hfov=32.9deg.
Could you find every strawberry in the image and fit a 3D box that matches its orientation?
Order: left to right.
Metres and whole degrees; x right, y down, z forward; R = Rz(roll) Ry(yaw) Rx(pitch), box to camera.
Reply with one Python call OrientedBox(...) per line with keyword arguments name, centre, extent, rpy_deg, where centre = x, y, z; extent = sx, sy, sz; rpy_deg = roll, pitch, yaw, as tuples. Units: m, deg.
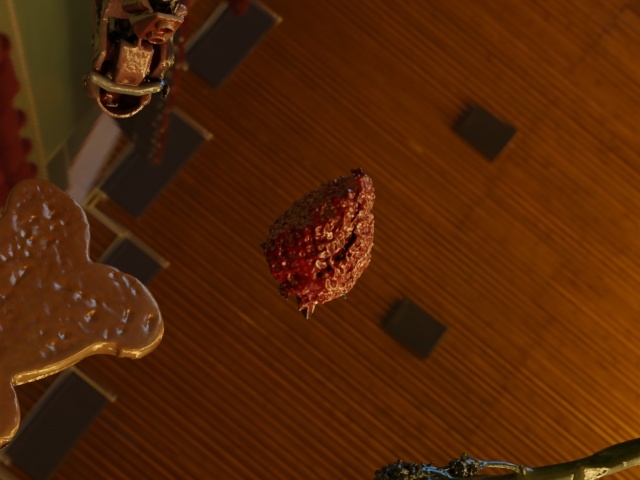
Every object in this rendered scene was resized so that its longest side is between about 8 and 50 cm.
OrientedBox(name="strawberry", centre=(0.014, 0.007, 1.682), extent=(0.228, 0.174, 0.098), rpy_deg=(-40, -176, 27))

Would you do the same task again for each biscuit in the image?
OrientedBox(name="biscuit", centre=(-0.302, 0.073, 0.868), extent=(0.339, 0.216, 0.047), rpy_deg=(-33, 170, -42))

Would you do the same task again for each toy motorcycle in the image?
OrientedBox(name="toy motorcycle", centre=(-0.172, -0.189, 1.018), extent=(0.212, 0.084, 0.118), rpy_deg=(-24, -118, 60))

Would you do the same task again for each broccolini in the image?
OrientedBox(name="broccolini", centre=(0.245, 0.241, 1.200), extent=(0.392, 0.079, 0.074), rpy_deg=(-13, 146, -12))
